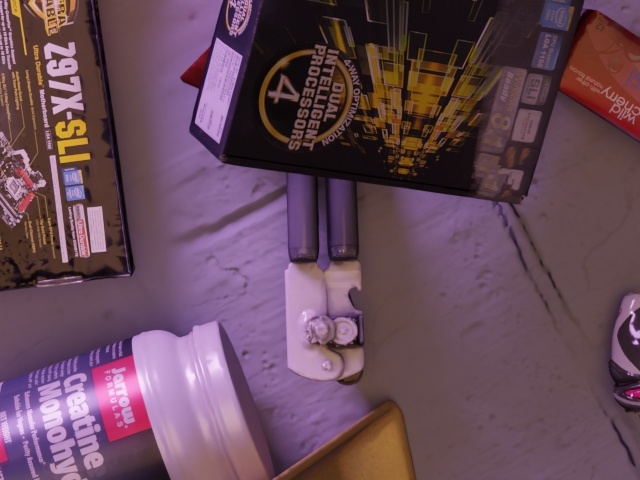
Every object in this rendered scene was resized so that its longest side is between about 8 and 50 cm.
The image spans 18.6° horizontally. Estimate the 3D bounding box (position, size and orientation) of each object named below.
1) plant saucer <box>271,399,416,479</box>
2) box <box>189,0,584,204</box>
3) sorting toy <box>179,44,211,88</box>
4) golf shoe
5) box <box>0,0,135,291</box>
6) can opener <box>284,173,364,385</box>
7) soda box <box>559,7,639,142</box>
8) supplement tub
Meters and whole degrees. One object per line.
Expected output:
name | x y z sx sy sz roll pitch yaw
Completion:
plant saucer | 0.009 0.348 1.810 0.081 0.332 0.333 -9 97 25
box | 0.083 -0.244 1.729 0.318 0.097 0.395 7 107 -29
sorting toy | 0.041 -0.233 1.815 0.365 0.127 0.126 -42 95 3
golf shoe | 0.415 0.108 1.879 0.272 0.105 0.120 -1 89 -2
box | -0.324 -0.109 1.849 0.257 0.079 0.322 -8 97 -2
can opener | 0.000 0.000 1.871 0.074 0.093 0.280 -2 88 -3
soda box | 0.341 -0.118 1.854 0.263 0.092 0.083 31 97 -5
supplement tub | -0.196 0.197 1.827 0.272 0.191 0.191 -19 97 1
